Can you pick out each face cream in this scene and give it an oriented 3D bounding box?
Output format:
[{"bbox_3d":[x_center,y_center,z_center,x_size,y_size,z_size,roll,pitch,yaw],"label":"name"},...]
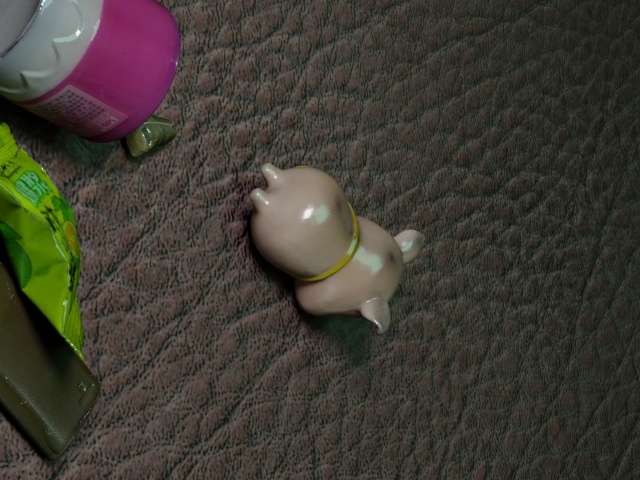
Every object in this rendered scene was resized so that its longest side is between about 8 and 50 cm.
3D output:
[{"bbox_3d":[-0.272,-0.215,1.690,0.195,0.175,0.175,27,59,-46],"label":"face cream"}]

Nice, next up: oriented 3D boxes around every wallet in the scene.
[{"bbox_3d":[-0.310,0.124,1.666,0.198,0.031,0.110,56,41,-28],"label":"wallet"}]

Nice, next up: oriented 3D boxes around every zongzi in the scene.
[{"bbox_3d":[-0.212,-0.144,1.874,0.083,0.040,0.076,57,32,1],"label":"zongzi"}]

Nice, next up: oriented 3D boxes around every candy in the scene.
[{"bbox_3d":[-0.292,-0.004,1.669,0.149,0.069,0.246,-89,161,-75],"label":"candy"}]

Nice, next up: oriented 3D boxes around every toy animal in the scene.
[{"bbox_3d":[0.002,-0.003,2.028,0.248,0.149,0.165,38,66,-26],"label":"toy animal"}]
